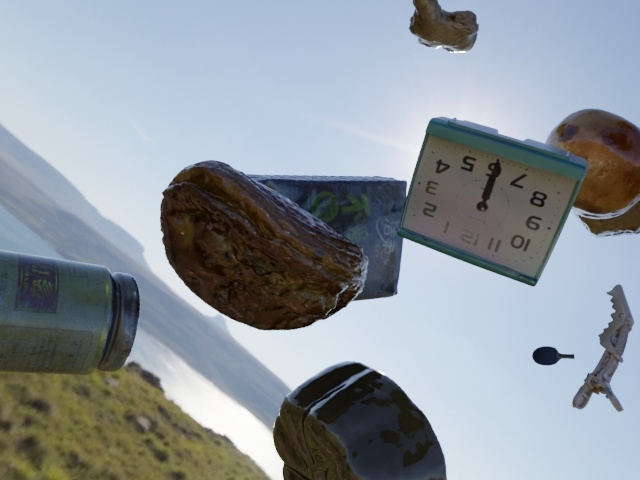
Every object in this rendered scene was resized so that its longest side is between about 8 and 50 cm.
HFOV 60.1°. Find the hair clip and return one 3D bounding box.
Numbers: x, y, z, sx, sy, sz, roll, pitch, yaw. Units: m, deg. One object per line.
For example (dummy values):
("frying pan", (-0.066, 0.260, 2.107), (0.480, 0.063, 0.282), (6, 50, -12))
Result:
("hair clip", (0.464, 0.166, 0.869), (0.034, 0.226, 0.072), (42, -24, -28))

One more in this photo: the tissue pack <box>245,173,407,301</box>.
("tissue pack", (0.000, 0.000, 1.226), (0.394, 0.288, 0.124), (-3, 16, -28))

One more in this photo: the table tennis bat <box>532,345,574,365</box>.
("table tennis bat", (0.487, 0.242, 1.159), (0.083, 0.050, 0.007), (-5, -53, 32))

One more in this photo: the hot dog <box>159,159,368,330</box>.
("hot dog", (-0.106, 0.018, 0.967), (0.387, 0.174, 0.267), (31, -50, -10))

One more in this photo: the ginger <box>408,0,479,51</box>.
("ginger", (0.285, -0.522, 1.344), (0.213, 0.074, 0.137), (11, -29, -31))

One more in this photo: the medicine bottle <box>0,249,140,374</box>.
("medicine bottle", (-0.408, 0.087, 0.697), (0.322, 0.151, 0.151), (13, 4, -35))

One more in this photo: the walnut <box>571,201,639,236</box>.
("walnut", (0.678, -0.106, 1.265), (0.228, 0.228, 0.228), (37, -14, 11))

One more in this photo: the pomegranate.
("pomegranate", (0.523, -0.141, 1.070), (0.215, 0.215, 0.215), (37, -14, 11))

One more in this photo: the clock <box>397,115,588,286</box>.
("clock", (0.292, -0.077, 0.964), (0.262, 0.116, 0.231), (22, -61, 19))

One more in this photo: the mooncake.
("mooncake", (0.060, 0.445, 1.094), (0.378, 0.200, 0.379), (29, -53, 49))
